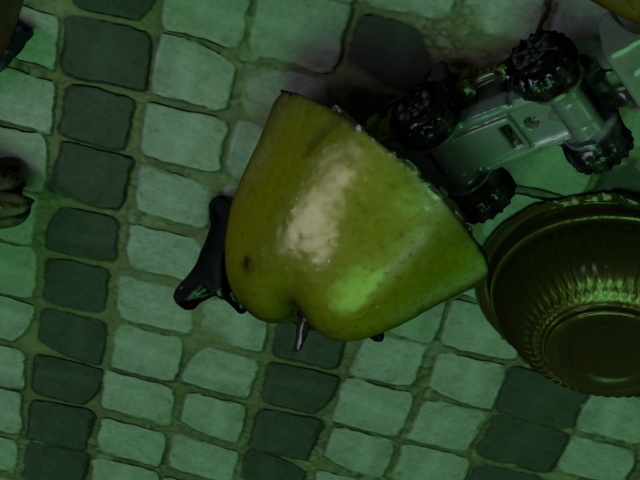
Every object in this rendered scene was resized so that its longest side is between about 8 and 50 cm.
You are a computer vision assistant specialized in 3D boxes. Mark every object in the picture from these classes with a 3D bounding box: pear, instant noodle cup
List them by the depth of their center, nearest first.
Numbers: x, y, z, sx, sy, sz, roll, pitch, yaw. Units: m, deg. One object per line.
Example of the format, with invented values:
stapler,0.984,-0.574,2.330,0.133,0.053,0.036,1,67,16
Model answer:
pear,0.001,0.000,1.622,0.267,0.178,0.267,44,169,11
instant noodle cup,0.278,0.078,1.778,0.274,0.090,0.274,6,137,6

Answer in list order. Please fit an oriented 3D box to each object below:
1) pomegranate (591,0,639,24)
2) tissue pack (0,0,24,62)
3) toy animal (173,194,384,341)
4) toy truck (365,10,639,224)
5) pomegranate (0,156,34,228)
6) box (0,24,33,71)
pomegranate,0.246,-0.313,1.150,0.417,0.416,0.416,7,137,6
tissue pack,-0.333,-0.286,1.372,0.125,0.242,0.343,-16,118,10
toy animal,-0.035,0.050,1.825,0.210,0.121,0.117,29,154,-26
toy truck,0.177,-0.115,1.581,0.286,0.111,0.136,-19,131,28
pomegranate,-0.400,-0.031,1.771,0.248,0.202,0.202,-10,142,-21
box,-0.315,-0.171,1.672,0.099,0.074,0.054,-28,110,35
